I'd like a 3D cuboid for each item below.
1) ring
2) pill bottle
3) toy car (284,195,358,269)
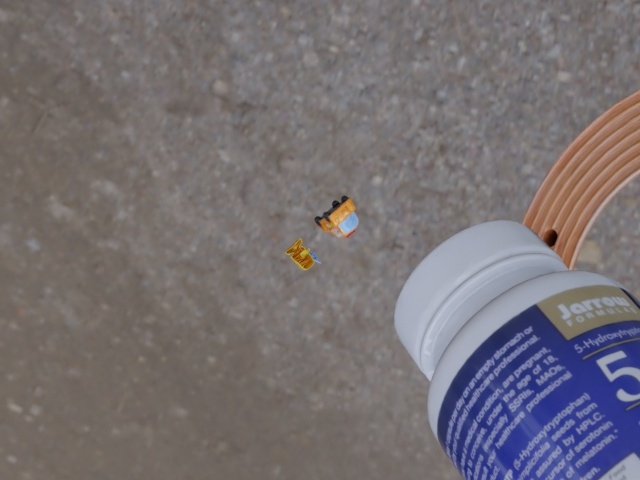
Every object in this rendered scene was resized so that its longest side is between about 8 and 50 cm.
[{"bbox_3d":[0.265,0.047,0.930,0.032,0.337,0.336,10,155,-44],"label":"ring"},{"bbox_3d":[0.112,0.079,0.589,0.112,0.187,0.112,-19,136,-19],"label":"pill bottle"},{"bbox_3d":[0.000,0.000,1.434,0.040,0.122,0.060,49,144,-6],"label":"toy car"}]
